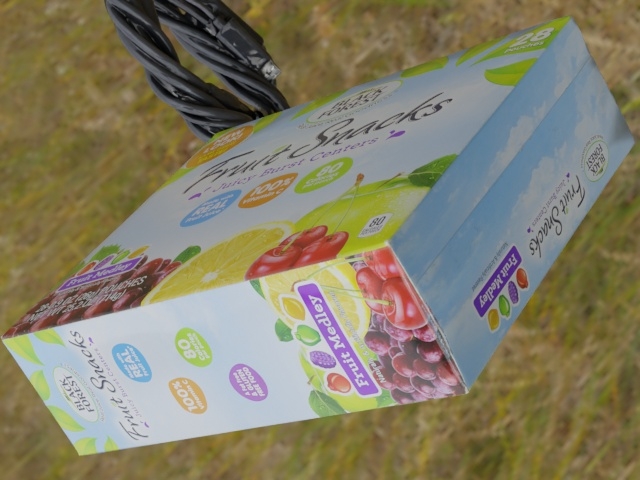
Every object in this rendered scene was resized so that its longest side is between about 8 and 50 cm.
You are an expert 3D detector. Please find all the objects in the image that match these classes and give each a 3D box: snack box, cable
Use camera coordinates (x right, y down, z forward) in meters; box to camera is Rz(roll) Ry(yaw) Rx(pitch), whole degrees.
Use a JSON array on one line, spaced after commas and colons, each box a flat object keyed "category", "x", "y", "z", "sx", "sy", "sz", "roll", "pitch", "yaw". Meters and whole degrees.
[{"category": "snack box", "x": 0.000, "y": 0.000, "z": 0.665, "sx": 0.207, "sy": 0.174, "sz": 0.070, "roll": -13, "pitch": 115, "yaw": 40}, {"category": "cable", "x": -0.092, "y": -0.126, "z": 1.079, "sx": 0.047, "sy": 0.151, "sz": 0.184, "roll": -39, "pitch": 113, "yaw": 22}]
